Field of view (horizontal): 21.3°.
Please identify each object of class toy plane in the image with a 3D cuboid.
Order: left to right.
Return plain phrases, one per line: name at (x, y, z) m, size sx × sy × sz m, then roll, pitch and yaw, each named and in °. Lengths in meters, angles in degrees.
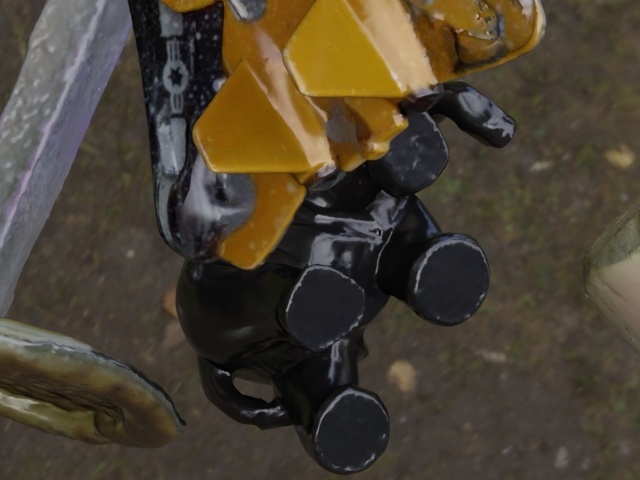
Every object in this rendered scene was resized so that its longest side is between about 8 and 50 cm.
toy plane at (-0.044, -0.163, 0.680) m, size 0.103 × 0.204 × 0.316 m, roll 4°, pitch 56°, yaw -48°

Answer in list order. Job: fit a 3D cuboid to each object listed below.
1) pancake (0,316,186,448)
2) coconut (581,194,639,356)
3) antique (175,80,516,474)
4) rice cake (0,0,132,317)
pancake at (-0.196, 0.077, 1.001) m, size 0.250 × 0.250 × 0.031 m, roll 18°, pitch 74°, yaw -15°
coconut at (0.443, 0.049, 1.669) m, size 0.309 × 0.297 × 0.297 m, roll 46°, pitch 57°, yaw 2°
antique at (0.000, 0.000, 1.386) m, size 0.185 × 0.255 × 0.322 m, roll 32°, pitch 88°, yaw -29°
rice cake at (-0.241, -0.059, 1.379) m, size 0.064 × 0.070 × 0.399 m, roll 19°, pitch 80°, yaw 19°
